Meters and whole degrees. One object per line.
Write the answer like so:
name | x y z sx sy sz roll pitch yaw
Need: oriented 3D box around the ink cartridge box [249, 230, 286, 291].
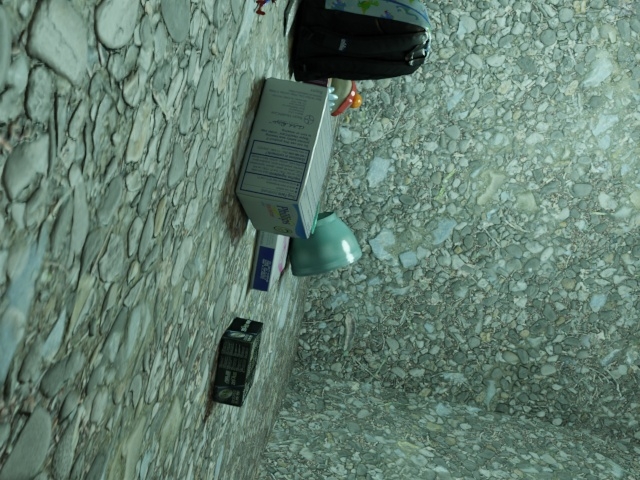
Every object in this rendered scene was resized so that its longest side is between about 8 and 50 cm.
ink cartridge box | -0.122 -0.053 1.940 0.330 0.071 0.324 -62 163 -71

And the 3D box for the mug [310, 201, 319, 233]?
mug | -0.062 -0.105 2.415 0.157 0.097 0.129 -75 175 -46

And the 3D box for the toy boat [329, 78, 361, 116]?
toy boat | 0.090 -0.546 2.440 0.151 0.151 0.231 -46 -145 27

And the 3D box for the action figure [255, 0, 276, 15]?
action figure | -0.099 -0.480 1.266 0.038 0.030 0.115 89 10 -50

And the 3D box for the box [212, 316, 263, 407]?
box | -0.210 0.308 1.672 0.147 0.077 0.180 -65 166 -75

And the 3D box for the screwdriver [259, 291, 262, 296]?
screwdriver | -0.170 0.128 2.130 0.025 0.024 0.170 -46 -167 32

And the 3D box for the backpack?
backpack | 0.124 -0.564 1.764 0.290 0.356 0.273 101 -1 -54

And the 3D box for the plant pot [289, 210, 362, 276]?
plant pot | 0.000 0.000 2.593 0.293 0.293 0.196 -63 139 -75

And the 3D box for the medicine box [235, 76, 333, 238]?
medicine box | -0.074 -0.183 1.533 0.263 0.149 0.289 78 25 -73

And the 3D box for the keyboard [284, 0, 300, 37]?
keyboard | -0.054 -0.606 1.622 0.072 0.014 0.256 96 7 -54

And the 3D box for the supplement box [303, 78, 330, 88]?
supplement box | -0.003 -0.533 2.081 0.104 0.081 0.188 -39 140 -84

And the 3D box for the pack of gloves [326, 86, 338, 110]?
pack of gloves | 0.004 -0.475 1.954 0.232 0.046 0.195 -24 123 -56
